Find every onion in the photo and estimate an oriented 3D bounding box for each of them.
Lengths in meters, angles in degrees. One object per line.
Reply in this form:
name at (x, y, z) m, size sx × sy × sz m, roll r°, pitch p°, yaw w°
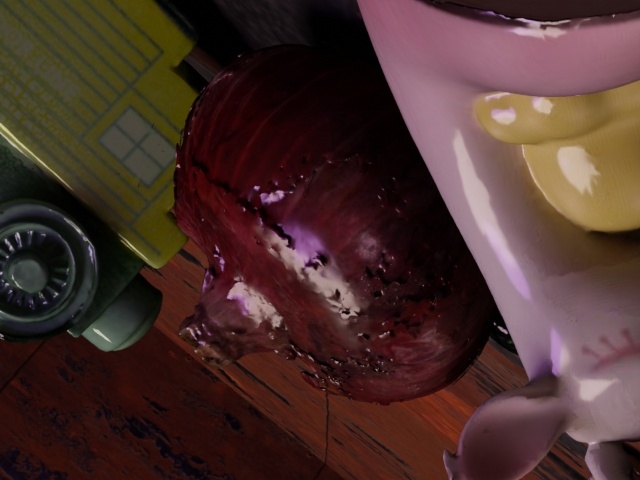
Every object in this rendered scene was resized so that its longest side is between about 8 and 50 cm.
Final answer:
onion at (0.000, 0.000, 1.135) m, size 0.252 × 0.219 × 0.252 m, roll 52°, pitch 171°, yaw 11°

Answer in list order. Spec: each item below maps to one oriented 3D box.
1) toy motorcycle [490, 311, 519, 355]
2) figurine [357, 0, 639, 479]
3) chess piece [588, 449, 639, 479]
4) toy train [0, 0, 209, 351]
toy motorcycle at (0.069, 0.017, 1.308) m, size 0.213 × 0.082 × 0.122 m, roll 31°, pitch 166°, yaw 31°
figurine at (0.160, 0.011, 0.695) m, size 0.284 × 0.206 × 0.315 m, roll 1°, pitch 130°, yaw 27°
chess piece at (0.301, 0.231, 1.458) m, size 0.172 × 0.060 × 0.060 m, roll 27°, pitch 162°, yaw 39°
toy train at (-0.242, -0.124, 1.294) m, size 0.442 × 0.272 × 0.179 m, roll 44°, pitch 179°, yaw -16°
